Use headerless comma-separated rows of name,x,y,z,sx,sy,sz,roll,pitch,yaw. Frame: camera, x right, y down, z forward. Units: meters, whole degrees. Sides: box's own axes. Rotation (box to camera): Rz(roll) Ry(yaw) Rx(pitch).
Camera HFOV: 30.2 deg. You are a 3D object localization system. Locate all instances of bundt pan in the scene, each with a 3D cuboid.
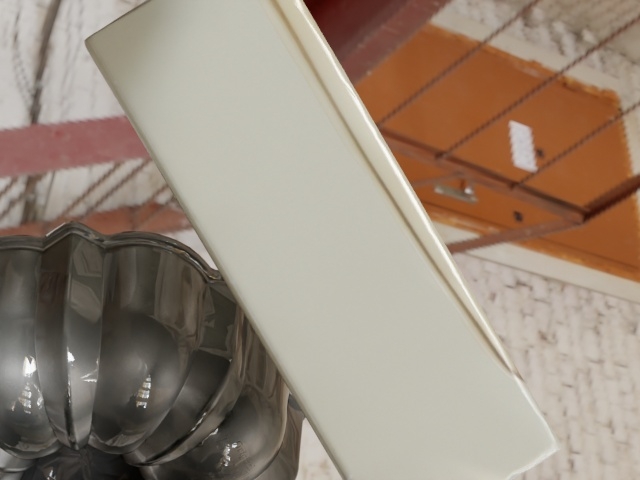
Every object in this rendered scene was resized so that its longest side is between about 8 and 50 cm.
bundt pan,-0.167,0.159,0.833,0.331,0.330,0.124,-59,-160,24

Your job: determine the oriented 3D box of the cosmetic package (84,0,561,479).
cosmetic package,0.000,0.000,0.678,0.113,0.309,0.160,-31,-176,0
